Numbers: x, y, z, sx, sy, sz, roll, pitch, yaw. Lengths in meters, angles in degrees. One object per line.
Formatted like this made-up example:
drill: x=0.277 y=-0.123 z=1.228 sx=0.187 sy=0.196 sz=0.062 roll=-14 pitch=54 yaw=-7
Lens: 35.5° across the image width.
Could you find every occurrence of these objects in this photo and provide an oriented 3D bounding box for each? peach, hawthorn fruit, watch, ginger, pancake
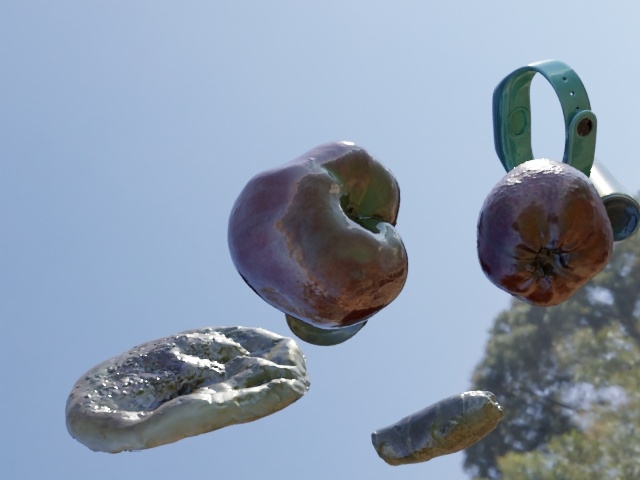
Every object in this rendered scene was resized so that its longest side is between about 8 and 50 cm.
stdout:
peach: x=0.000 y=0.000 z=0.819 sx=0.152 sy=0.152 sz=0.152 roll=-31 pitch=-50 yaw=-45
hawthorn fruit: x=0.251 y=-0.026 z=1.151 sx=0.203 sy=0.162 sz=0.163 roll=-86 pitch=-6 yaw=-58
watch: x=0.342 y=-0.160 z=1.531 sx=0.068 sy=0.195 sz=0.237 roll=-17 pitch=-61 yaw=-23
ginger: x=0.233 y=0.371 z=1.973 sx=0.109 sy=0.263 sz=0.116 roll=49 pitch=-153 yaw=-37
pancake: x=-0.205 y=0.216 z=1.526 sx=0.387 sy=0.387 sz=0.082 roll=-29 pitch=-64 yaw=-46

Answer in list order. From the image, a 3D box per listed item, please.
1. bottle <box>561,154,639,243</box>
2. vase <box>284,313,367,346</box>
bottle: x=0.449 y=-0.078 z=1.627 sx=0.286 sy=0.082 sz=0.082 roll=-79 pitch=-4 yaw=-71
vase: x=-0.005 y=0.026 z=1.520 sx=0.321 sy=0.173 sz=0.173 roll=-96 pitch=7 yaw=-64
